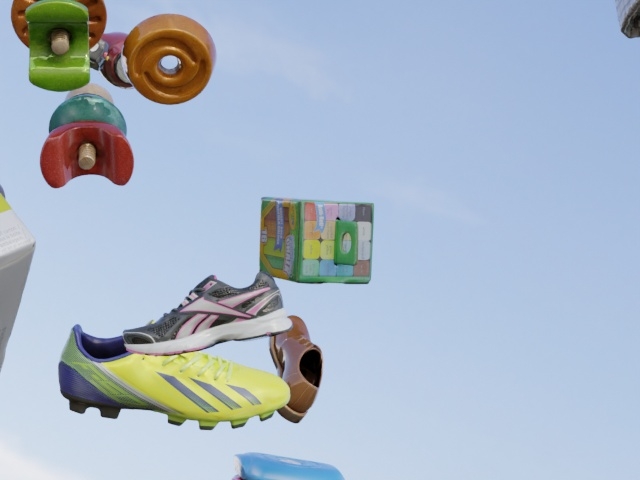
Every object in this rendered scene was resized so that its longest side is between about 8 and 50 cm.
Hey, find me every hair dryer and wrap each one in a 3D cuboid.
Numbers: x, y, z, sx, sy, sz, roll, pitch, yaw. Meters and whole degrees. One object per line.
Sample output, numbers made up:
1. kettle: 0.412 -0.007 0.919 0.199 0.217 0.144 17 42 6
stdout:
1. hair dryer: -0.338 -0.310 1.918 0.223 0.080 0.293 44 0 13

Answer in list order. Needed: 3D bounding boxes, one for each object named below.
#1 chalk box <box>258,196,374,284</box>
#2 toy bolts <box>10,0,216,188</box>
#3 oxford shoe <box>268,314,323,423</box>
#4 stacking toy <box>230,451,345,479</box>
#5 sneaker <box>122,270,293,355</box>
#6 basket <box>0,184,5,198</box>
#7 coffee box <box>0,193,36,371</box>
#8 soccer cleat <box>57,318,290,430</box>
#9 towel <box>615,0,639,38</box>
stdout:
1. chalk box: 0.000 0.000 2.079 0.132 0.132 0.213 2 2 -24
2. toy bolts: -0.232 -0.186 1.456 0.218 0.158 0.229 2 -57 -11
3. oxford shoe: -0.025 0.166 1.860 0.076 0.212 0.076 30 -65 -22
4. stacking toy: -0.073 0.477 1.966 0.165 0.302 0.175 11 -1 -12
5. sneaker: -0.123 0.077 1.396 0.178 0.077 0.072 -11 -6 -8
6. basket: -0.593 -0.075 1.935 0.204 0.154 0.227 -23 -34 27
7. coffee box: -0.528 0.041 1.259 0.334 0.338 0.338 48 -43 19
8. soccer cleat: -0.178 0.161 1.620 0.289 0.121 0.093 5 9 -4
9. towel: 0.517 -0.451 1.882 0.121 0.235 0.284 6 -24 -11
